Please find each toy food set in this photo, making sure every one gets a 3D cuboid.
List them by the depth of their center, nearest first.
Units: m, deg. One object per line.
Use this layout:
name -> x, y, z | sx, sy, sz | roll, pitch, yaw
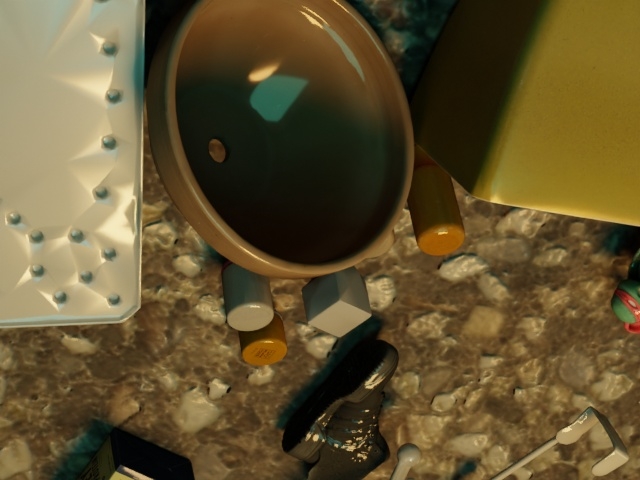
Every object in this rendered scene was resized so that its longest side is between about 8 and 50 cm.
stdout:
toy food set -> 0.000, 0.000, 1.584 | 0.111, 0.104, 0.232 | 25, 131, -38

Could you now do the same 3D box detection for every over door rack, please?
over door rack -> 0.183, 0.250, 1.704 | 0.324, 0.108, 0.239 | -28, 137, 29

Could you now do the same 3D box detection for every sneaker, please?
sneaker -> 0.032, 0.164, 1.697 | 0.089, 0.051, 0.170 | 32, 114, -27

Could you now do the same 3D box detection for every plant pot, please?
plant pot -> -0.051, -0.081, 1.468 | 0.237, 0.237, 0.110 | 38, 147, -28
plant pot -> 0.206, -0.133, 1.475 | 0.212, 0.212, 0.187 | 8, 106, -16

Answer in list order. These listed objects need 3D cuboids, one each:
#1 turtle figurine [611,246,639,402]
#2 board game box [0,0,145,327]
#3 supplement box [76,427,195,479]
turtle figurine -> 0.329, 0.021, 1.632 | 0.234, 0.118, 0.175 | -39, 140, -7
board game box -> -0.325, -0.110, 1.388 | 0.390, 0.050, 0.390 | -2, 120, -10
supplement box -> -0.166, 0.225, 1.686 | 0.083, 0.056, 0.083 | 27, 111, -25
